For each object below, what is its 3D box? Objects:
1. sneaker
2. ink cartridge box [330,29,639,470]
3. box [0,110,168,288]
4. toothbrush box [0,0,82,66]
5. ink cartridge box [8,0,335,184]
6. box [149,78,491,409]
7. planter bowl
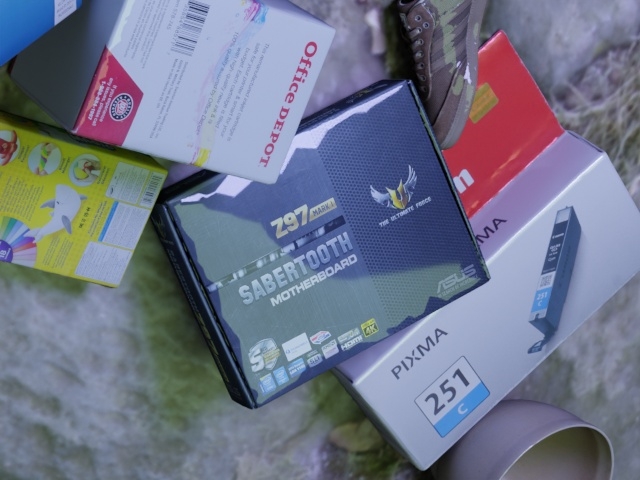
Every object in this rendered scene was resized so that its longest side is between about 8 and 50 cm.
[{"bbox_3d":[0.090,-0.168,1.589,0.071,0.066,0.188,6,105,-14],"label":"sneaker"},{"bbox_3d":[0.121,0.014,1.688,0.296,0.066,0.261,-43,129,-7],"label":"ink cartridge box"},{"bbox_3d":[-0.213,-0.033,1.470,0.179,0.043,0.105,16,104,-39],"label":"box"},{"bbox_3d":[-0.252,-0.253,1.216,0.216,0.126,0.296,-53,148,-57],"label":"toothbrush box"},{"bbox_3d":[-0.106,-0.134,1.430,0.176,0.127,0.128,15,104,-36],"label":"ink cartridge box"},{"bbox_3d":[0.000,0.000,1.575,0.232,0.059,0.183,-27,104,-19],"label":"box"},{"bbox_3d":[0.168,0.207,1.778,0.162,0.109,0.162,-22,130,-28],"label":"planter bowl"}]
